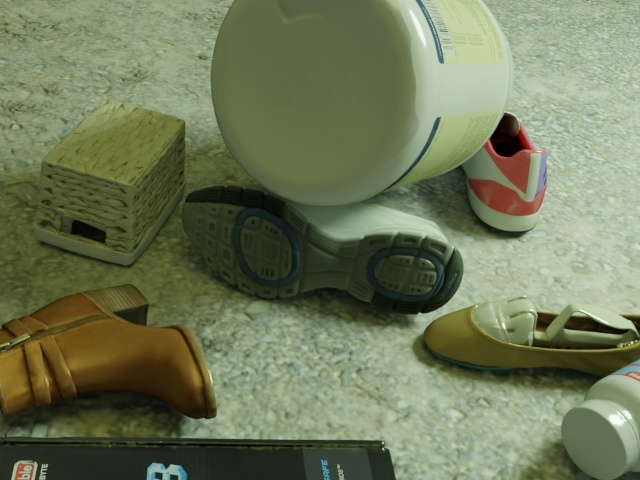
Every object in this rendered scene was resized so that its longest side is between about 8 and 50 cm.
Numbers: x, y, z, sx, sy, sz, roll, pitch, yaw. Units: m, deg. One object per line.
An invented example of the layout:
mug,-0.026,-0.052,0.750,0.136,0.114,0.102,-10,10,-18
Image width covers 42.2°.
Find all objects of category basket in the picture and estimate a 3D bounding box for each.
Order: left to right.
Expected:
basket,-0.222,-0.069,0.898,0.113,0.103,0.167,15,35,5

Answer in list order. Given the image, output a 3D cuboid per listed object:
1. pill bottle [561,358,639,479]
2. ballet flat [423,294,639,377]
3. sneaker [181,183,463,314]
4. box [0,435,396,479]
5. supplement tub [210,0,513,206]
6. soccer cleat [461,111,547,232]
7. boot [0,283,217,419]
pill bottle,0.293,0.152,0.740,0.160,0.087,0.087,-17,44,-33
ballet flat,0.221,0.087,0.823,0.232,0.073,0.080,6,36,-5
sneaker,0.000,0.000,0.884,0.297,0.111,0.129,15,21,-2
box,-0.078,0.258,0.520,0.293,0.073,0.295,4,36,-10
supplement tub,0.064,-0.171,0.883,0.235,0.235,0.325,27,23,22
soccer cleat,0.214,-0.143,1.097,0.108,0.116,0.318,0,37,-15
boot,-0.189,0.112,0.691,0.152,0.073,0.197,-18,32,-35
